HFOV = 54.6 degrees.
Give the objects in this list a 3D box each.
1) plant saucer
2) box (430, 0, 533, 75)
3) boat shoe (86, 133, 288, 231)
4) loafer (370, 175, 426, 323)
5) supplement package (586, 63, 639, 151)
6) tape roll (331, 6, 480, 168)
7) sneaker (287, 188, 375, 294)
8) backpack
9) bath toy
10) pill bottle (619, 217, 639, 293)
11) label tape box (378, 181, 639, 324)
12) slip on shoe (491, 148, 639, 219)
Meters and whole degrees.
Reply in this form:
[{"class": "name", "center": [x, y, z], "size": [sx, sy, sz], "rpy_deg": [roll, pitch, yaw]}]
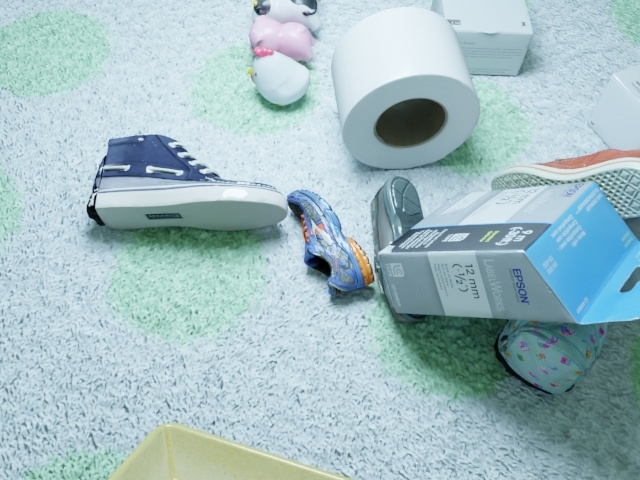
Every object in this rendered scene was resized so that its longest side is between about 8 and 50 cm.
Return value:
[{"class": "plant saucer", "center": [-0.122, 0.377, 0.723], "size": [0.333, 0.081, 0.333], "rpy_deg": [13, 20, 13]}, {"class": "box", "center": [0.334, -0.457, 1.320], "size": [0.181, 0.119, 0.181], "rpy_deg": [2, 58, -2]}, {"class": "boat shoe", "center": [-0.225, -0.109, 1.075], "size": [0.341, 0.127, 0.158], "rpy_deg": [1, 66, -1]}, {"class": "loafer", "center": [0.131, 0.021, 1.052], "size": [0.096, 0.084, 0.267], "rpy_deg": [17, 57, -29]}, {"class": "supplement package", "center": [0.675, -0.266, 1.202], "size": [0.244, 0.139, 0.134], "rpy_deg": [-21, 60, -13]}, {"class": "tape roll", "center": [0.148, -0.269, 1.123], "size": [0.246, 0.246, 0.169], "rpy_deg": [-5, 59, -5]}, {"class": "sneaker", "center": [0.000, 0.000, 1.049], "size": [0.087, 0.083, 0.221], "rpy_deg": [-31, 61, -11]}, {"class": "backpack", "center": [0.340, 0.150, 0.905], "size": [0.152, 0.182, 0.115], "rpy_deg": [27, 61, 13]}, {"class": "bath toy", "center": [-0.087, -0.433, 1.286], "size": [0.151, 0.129, 0.348], "rpy_deg": [-16, 52, 28]}, {"class": "pill bottle", "center": [0.559, -0.018, 1.025], "size": [0.301, 0.169, 0.169], "rpy_deg": [-36, 66, -21]}, {"class": "label tape box", "center": [0.296, 0.009, 0.880], "size": [0.348, 0.115, 0.249], "rpy_deg": [-5, 21, 46]}, {"class": "slip on shoe", "center": [0.417, -0.087, 1.009], "size": [0.101, 0.331, 0.123], "rpy_deg": [-31, 103, -28]}]
